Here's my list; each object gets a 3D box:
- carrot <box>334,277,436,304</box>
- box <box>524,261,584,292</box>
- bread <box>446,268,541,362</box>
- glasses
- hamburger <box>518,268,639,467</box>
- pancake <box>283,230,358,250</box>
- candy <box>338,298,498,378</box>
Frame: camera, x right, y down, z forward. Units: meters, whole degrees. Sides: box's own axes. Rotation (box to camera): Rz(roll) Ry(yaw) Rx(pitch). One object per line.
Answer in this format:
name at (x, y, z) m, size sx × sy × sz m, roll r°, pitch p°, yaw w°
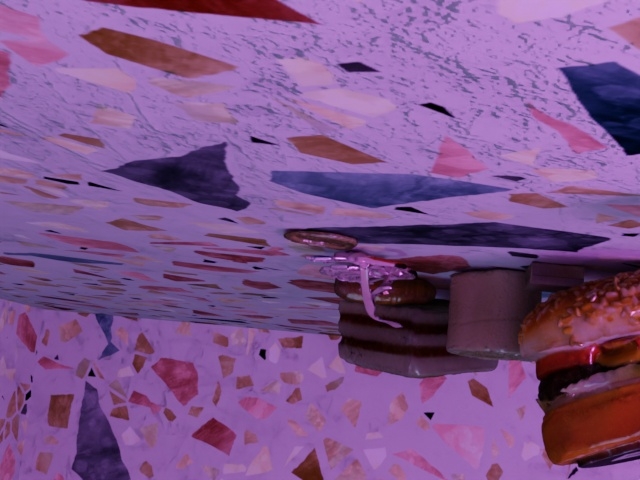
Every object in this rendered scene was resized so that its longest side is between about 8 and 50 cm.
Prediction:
carrot at (0.115, 0.088, 1.777) m, size 0.186 × 0.060 × 0.060 m, roll 7°, pitch 170°, yaw -5°
box at (0.355, 0.058, 1.514) m, size 0.083 × 0.035 × 0.079 m, roll 5°, pitch 170°, yaw 5°
bread at (0.280, 0.119, 1.618) m, size 0.148 × 0.141 × 0.134 m, roll 0°, pitch 165°, yaw 27°
glasses at (0.061, 0.070, 1.613) m, size 0.162 × 0.095 × 0.255 m, roll 12°, pitch 170°, yaw 16°
hamburger at (0.453, 0.176, 1.429) m, size 0.330 × 0.250 × 0.330 m, roll -12°, pitch 161°, yaw -4°
pancake at (0.000, -0.001, 1.459) m, size 0.115 × 0.011 × 0.115 m, roll 8°, pitch 170°, yaw 1°
candy at (0.177, 0.178, 1.887) m, size 0.179 × 0.135 × 0.320 m, roll -3°, pitch -178°, yaw -25°
